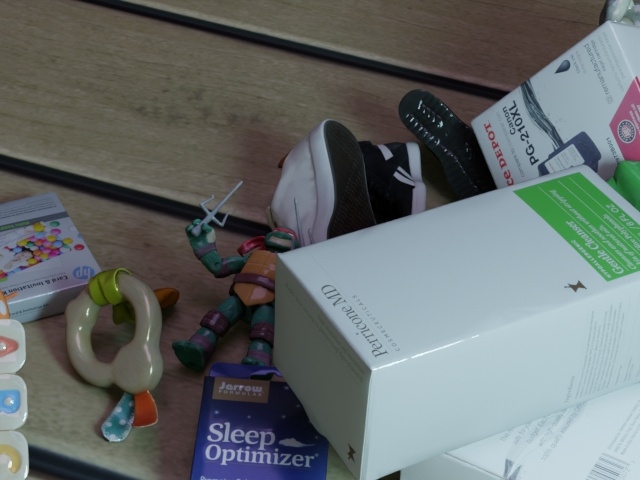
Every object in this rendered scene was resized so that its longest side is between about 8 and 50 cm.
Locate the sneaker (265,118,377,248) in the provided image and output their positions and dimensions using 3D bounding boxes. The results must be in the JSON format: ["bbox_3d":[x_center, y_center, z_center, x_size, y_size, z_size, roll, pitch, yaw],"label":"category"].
[{"bbox_3d":[0.000,0.000,1.901,0.106,0.123,0.290,30,41,-35],"label":"sneaker"}]

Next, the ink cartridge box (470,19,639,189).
[{"bbox_3d":[0.316,-0.125,1.905,0.100,0.237,0.172,1,62,-45],"label":"ink cartridge box"}]

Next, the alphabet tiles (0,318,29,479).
[{"bbox_3d":[-0.427,0.165,1.550,0.278,0.021,0.284,-2,74,-9],"label":"alphabet tiles"}]

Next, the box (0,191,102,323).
[{"bbox_3d":[-0.350,0.022,1.864,0.145,0.038,0.186,-14,42,-22],"label":"box"}]

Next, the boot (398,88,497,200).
[{"bbox_3d":[0.190,-0.113,2.066,0.198,0.077,0.137,55,10,9],"label":"boot"}]

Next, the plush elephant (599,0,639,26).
[{"bbox_3d":[0.455,-0.205,2.032,0.330,0.272,0.255,-13,83,2],"label":"plush elephant"}]

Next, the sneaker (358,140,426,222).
[{"bbox_3d":[0.067,-0.052,1.975,0.121,0.079,0.217,-1,29,-1],"label":"sneaker"}]

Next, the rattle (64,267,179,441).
[{"bbox_3d":[-0.192,0.136,1.737,0.130,0.143,0.200,-34,61,3],"label":"rattle"}]

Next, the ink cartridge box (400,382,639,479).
[{"bbox_3d":[0.246,0.224,1.587,0.283,0.117,0.207,22,41,23],"label":"ink cartridge box"}]

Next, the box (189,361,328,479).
[{"bbox_3d":[-0.059,0.211,1.608,0.136,0.036,0.225,4,49,1],"label":"box"}]

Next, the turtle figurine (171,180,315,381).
[{"bbox_3d":[-0.070,0.045,1.783,0.175,0.118,0.234,3,55,27],"label":"turtle figurine"}]

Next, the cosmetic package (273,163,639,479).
[{"bbox_3d":[0.155,0.074,1.555,0.365,0.155,0.197,-16,42,-25],"label":"cosmetic package"}]

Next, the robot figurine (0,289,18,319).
[{"bbox_3d":[-0.423,0.083,1.673,0.219,0.128,0.158,10,42,-36],"label":"robot figurine"}]

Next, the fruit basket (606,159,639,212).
[{"bbox_3d":[0.465,0.053,1.745,0.327,0.165,0.353,0,37,-36],"label":"fruit basket"}]
